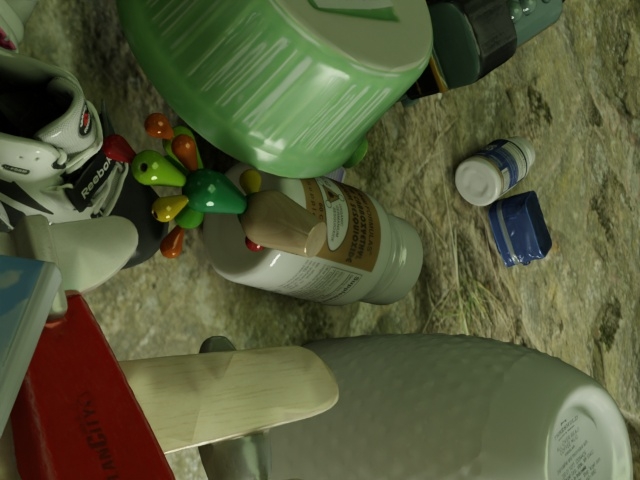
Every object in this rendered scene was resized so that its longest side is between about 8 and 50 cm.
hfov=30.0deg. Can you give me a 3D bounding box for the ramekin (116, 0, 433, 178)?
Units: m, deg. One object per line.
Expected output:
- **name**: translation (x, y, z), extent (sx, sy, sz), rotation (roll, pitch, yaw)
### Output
- **ramekin**: translation (-0.033, -0.226, 1.167), extent (0.303, 0.148, 0.303), rotation (27, 43, -29)

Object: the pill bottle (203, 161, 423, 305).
- **pill bottle**: translation (0.000, 0.000, 1.261), extent (0.229, 0.131, 0.131), rotation (17, 72, -45)

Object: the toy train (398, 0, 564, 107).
- **toy train**: translation (0.178, -0.264, 1.454), extent (0.334, 0.190, 0.142), rotation (-34, 110, -45)

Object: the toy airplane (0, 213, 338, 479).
- **toy airplane**: translation (-0.208, 0.171, 0.950), extent (0.386, 0.272, 0.384), rotation (26, 47, -1)

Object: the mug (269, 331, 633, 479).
- **mug**: translation (0.165, 0.224, 1.261), extent (0.374, 0.328, 0.276), rotation (-10, 92, -48)

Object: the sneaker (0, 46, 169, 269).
- **sneaker**: translation (-0.228, -0.071, 1.014), extent (0.330, 0.146, 0.122), rotation (35, 57, -42)

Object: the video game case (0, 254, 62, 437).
- **video game case**: translation (-0.303, 0.097, 0.830), extent (0.023, 0.193, 0.212), rotation (75, 26, -57)

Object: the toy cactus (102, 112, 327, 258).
- **toy cactus**: translation (-0.083, -0.027, 1.046), extent (0.112, 0.180, 0.219), rotation (-61, 153, -9)

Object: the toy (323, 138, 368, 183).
- **toy**: translation (-0.029, -0.158, 1.311), extent (0.237, 0.056, 0.137), rotation (37, 57, -38)

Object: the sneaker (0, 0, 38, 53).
- **sneaker**: translation (-0.324, -0.264, 0.981), extent (0.252, 0.103, 0.111), rotation (54, 45, -36)

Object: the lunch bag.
- **lunch bag**: translation (0.265, -0.012, 1.605), extent (0.067, 0.065, 0.098), rotation (-38, 112, -60)

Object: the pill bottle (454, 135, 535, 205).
- **pill bottle**: translation (0.235, -0.097, 1.581), extent (0.120, 0.067, 0.067), rotation (-33, 108, -45)
